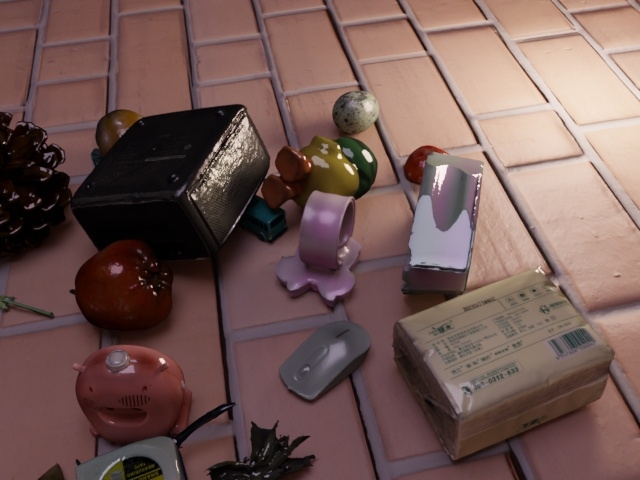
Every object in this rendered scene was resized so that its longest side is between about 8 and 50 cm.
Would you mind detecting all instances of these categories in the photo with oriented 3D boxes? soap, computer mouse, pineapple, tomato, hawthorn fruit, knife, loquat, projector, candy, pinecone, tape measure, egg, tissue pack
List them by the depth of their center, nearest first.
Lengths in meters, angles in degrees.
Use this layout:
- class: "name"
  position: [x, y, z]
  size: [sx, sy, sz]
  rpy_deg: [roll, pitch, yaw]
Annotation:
- class: "pineapple"
  position: [-0.156, 0.491, 1.453]
  size: [0.166, 0.165, 0.364]
  rpy_deg: [22, 41, 23]
- class: "tape measure"
  position: [-0.303, 0.472, 1.488]
  size: [0.352, 0.097, 0.215]
  rpy_deg: [-21, 46, -7]
- class: "tissue pack"
  position: [0.378, 0.252, 1.604]
  size: [0.381, 0.207, 0.297]
  rpy_deg: [-17, 48, -13]
- class: "computer mouse"
  position: [0.013, 0.265, 1.712]
  size: [0.231, 0.079, 0.128]
  rpy_deg: [-36, 51, -25]
- class: "hawthorn fruit"
  position: [-0.491, 0.117, 1.810]
  size: [0.261, 0.224, 0.224]
  rpy_deg: [-14, 40, 23]
- class: "soap"
  position: [0.308, -0.035, 1.865]
  size: [0.156, 0.261, 0.446]
  rpy_deg: [10, 45, 10]
- class: "candy"
  position: [-0.793, 0.154, 1.891]
  size: [0.262, 0.073, 0.077]
  rpy_deg: [16, 66, 9]
- class: "projector"
  position: [-0.390, -0.156, 1.980]
  size: [0.395, 0.242, 0.405]
  rpy_deg: [-1, 43, 28]
- class: "pinecone"
  position: [-0.868, -0.165, 2.024]
  size: [0.398, 0.397, 0.397]
  rpy_deg: [-2, 44, 2]
- class: "tomato"
  position: [0.321, -0.229, 2.200]
  size: [0.156, 0.069, 0.155]
  rpy_deg: [-2, 45, 2]
- class: "knife"
  position: [-0.653, -0.199, 2.260]
  size: [0.044, 0.026, 0.296]
  rpy_deg: [-9, 43, -23]
- class: "loquat"
  position: [-0.583, -0.303, 2.262]
  size: [0.179, 0.179, 0.227]
  rpy_deg: [-21, 51, -17]
- class: "egg"
  position: [0.114, -0.405, 2.350]
  size: [0.132, 0.132, 0.172]
  rpy_deg: [32, 42, 31]

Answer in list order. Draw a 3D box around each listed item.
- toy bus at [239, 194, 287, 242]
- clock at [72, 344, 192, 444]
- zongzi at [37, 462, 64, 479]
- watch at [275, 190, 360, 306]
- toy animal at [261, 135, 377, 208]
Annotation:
- class: "toy bus"
  position: [-0.174, -0.072, 2.053]
  size: [0.160, 0.091, 0.079]
  rpy_deg: [29, 52, 29]
- class: "clock"
  position: [-0.399, 0.320, 1.563]
  size: [0.227, 0.241, 0.142]
  rpy_deg: [-1, 47, 2]
- class: "zongzi"
  position: [-0.588, 0.582, 1.416]
  size: [0.274, 0.145, 0.300]
  rpy_deg: [-37, 25, -12]
- class: "watch"
  position: [0.000, 0.000, 1.879]
  size: [0.211, 0.217, 0.248]
  rpy_deg: [11, 45, 15]
- class: "toy animal"
  position: [0.023, -0.172, 2.042]
  size: [0.338, 0.216, 0.191]
  rpy_deg: [-16, 53, -46]
